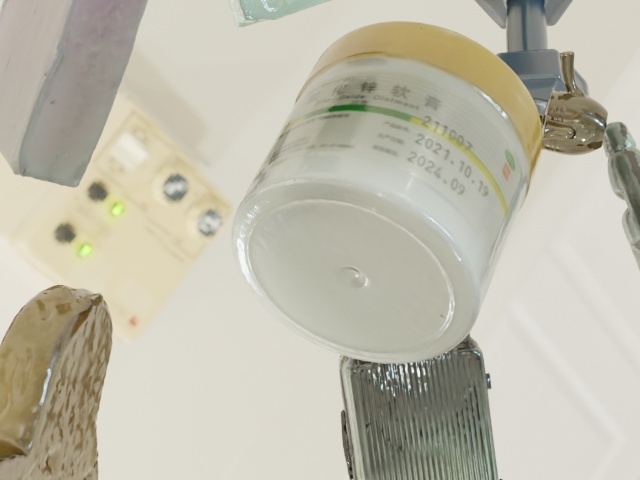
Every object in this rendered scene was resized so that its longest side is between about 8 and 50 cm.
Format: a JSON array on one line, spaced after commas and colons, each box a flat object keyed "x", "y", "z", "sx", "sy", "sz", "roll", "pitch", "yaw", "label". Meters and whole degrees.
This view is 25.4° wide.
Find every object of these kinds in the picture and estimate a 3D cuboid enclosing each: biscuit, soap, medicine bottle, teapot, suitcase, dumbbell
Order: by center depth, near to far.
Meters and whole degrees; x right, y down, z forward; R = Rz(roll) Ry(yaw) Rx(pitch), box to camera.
[{"x": -0.250, "y": 0.268, "z": 1.079, "sx": 0.076, "sy": 0.368, "sz": 0.394, "roll": 12, "pitch": 129, "yaw": 11, "label": "biscuit"}, {"x": 0.064, "y": -0.044, "z": 1.312, "sx": 0.238, "sy": 0.232, "sz": 0.237, "roll": 14, "pitch": 138, "yaw": 13, "label": "medicine bottle"}, {"x": 0.264, "y": -0.142, "z": 1.500, "sx": 0.080, "sy": 0.110, "sz": 0.085, "roll": 10, "pitch": -162, "yaw": 9, "label": "teapot"}, {"x": -0.352, "y": -0.246, "z": 1.863, "sx": 0.107, "sy": 0.285, "sz": 0.296, "roll": 16, "pitch": -165, "yaw": -29, "label": "soap"}, {"x": 0.130, "y": 0.256, "z": 1.908, "sx": 0.202, "sy": 0.312, "sz": 0.128, "roll": -7, "pitch": -175, "yaw": -5, "label": "suitcase"}, {"x": 0.283, "y": -0.278, "z": 1.948, "sx": 0.144, "sy": 0.316, "sz": 0.156, "roll": 16, "pitch": 141, "yaw": -14, "label": "dumbbell"}, {"x": -0.057, "y": -0.425, "z": 2.305, "sx": 0.063, "sy": 0.198, "sz": 0.114, "roll": 14, "pitch": 124, "yaw": 65, "label": "soap"}]

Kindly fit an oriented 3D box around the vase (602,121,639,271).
[{"x": 0.351, "y": -0.034, "z": 1.537, "sx": 0.060, "sy": 0.060, "sz": 0.211, "roll": 89, "pitch": 164, "yaw": -72, "label": "vase"}]
